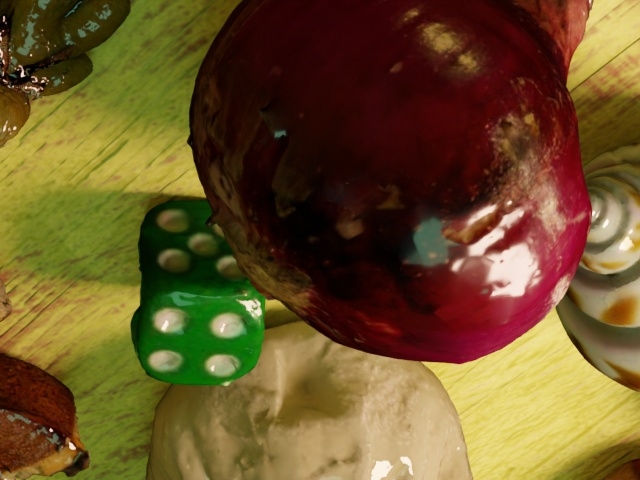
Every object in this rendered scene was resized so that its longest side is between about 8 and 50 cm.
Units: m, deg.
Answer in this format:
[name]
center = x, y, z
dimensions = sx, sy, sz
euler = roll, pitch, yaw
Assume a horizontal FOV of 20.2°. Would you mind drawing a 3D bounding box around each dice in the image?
[dice]
center = -0.110, 0.048, 1.635
dimensions = 0.120, 0.131, 0.128
euler = 4, 131, -9

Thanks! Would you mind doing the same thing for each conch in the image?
[conch]
center = 0.300, 0.026, 1.615
dimensions = 0.249, 0.197, 0.368
euler = -14, 133, 31

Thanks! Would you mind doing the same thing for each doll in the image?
[doll]
center = -0.249, -0.143, 1.467
dimensions = 0.209, 0.097, 0.137
euler = -40, 140, 21

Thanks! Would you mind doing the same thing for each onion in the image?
[onion]
center = 0.092, -0.098, 1.429
dimensions = 0.385, 0.348, 0.348
euler = -44, 132, -13

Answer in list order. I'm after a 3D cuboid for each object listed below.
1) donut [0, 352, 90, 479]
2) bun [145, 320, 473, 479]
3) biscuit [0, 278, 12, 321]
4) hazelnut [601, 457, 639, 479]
[donut]
center = -0.331, 0.168, 1.735
dimensions = 0.186, 0.126, 0.144
euler = -22, 125, 10
[bun]
center = -0.011, 0.253, 1.785
dimensions = 0.359, 0.211, 0.360
euler = -3, 135, -3
[biscuit]
center = -0.371, 0.073, 1.674
dimensions = 0.168, 0.070, 0.082
euler = -27, 161, 18
[hazelnut]
center = 0.374, 0.314, 1.907
dimensions = 0.210, 0.210, 0.186
euler = -37, 93, 26
